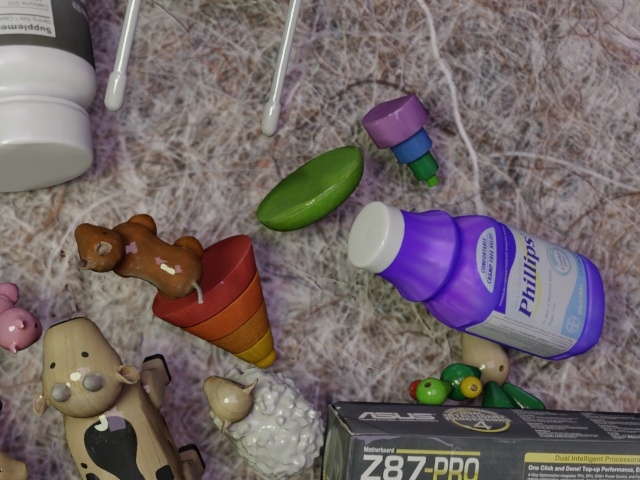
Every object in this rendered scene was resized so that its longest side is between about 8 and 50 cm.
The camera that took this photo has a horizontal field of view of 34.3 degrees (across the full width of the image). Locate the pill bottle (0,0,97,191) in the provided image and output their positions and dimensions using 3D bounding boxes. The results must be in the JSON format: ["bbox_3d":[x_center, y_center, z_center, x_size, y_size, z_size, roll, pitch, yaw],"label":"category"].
[{"bbox_3d":[-0.307,-0.201,1.013,0.161,0.161,0.283,-7,75,-17],"label":"pill bottle"}]

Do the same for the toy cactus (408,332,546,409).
[{"bbox_3d":[0.175,0.166,1.057,0.219,0.112,0.180,18,39,-22],"label":"toy cactus"}]

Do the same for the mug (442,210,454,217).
[{"bbox_3d":[0.129,-0.001,1.117,0.078,0.064,0.062,11,70,-12],"label":"mug"}]

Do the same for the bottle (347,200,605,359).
[{"bbox_3d":[0.160,0.035,1.039,0.283,0.092,0.118,21,62,-28],"label":"bottle"}]

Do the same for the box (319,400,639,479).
[{"bbox_3d":[0.187,0.317,0.948,0.395,0.097,0.318,3,100,-13],"label":"box"}]

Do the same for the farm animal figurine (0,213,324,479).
[{"bbox_3d":[-0.208,0.148,0.882,0.330,0.172,0.327,-35,100,5],"label":"farm animal figurine"}]

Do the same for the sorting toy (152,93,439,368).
[{"bbox_3d":[0.000,0.000,1.075,0.365,0.127,0.126,-42,110,-21],"label":"sorting toy"}]

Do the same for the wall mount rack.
[{"bbox_3d":[-0.125,-0.281,1.068,0.350,0.130,0.304,3,65,-44],"label":"wall mount rack"}]
